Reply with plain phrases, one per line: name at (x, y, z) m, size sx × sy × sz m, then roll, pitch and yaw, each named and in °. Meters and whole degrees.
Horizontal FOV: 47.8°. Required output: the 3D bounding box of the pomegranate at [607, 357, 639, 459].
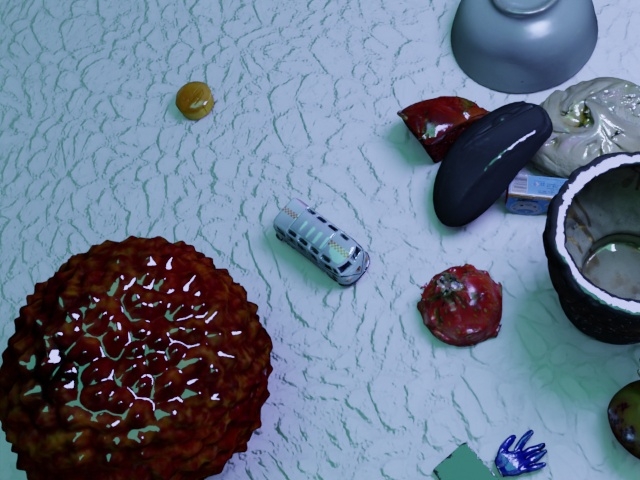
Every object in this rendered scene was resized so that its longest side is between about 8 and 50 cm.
pomegranate at (0.489, 0.257, 1.069) m, size 0.129 × 0.159 × 0.129 m, roll -24°, pitch 40°, yaw 22°

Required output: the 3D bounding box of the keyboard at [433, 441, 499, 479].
keyboard at (0.268, 0.416, 1.135) m, size 0.074 × 0.015 × 0.196 m, roll -39°, pitch 64°, yaw -8°

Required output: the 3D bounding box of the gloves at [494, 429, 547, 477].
gloves at (0.317, 0.339, 1.147) m, size 0.086 × 0.026 × 0.064 m, roll -22°, pitch 62°, yaw 5°

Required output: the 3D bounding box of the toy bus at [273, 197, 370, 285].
toy bus at (0.000, 0.000, 1.337) m, size 0.194 × 0.089 × 0.087 m, roll 38°, pitch 81°, yaw 24°

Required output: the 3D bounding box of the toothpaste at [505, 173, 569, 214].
toothpaste at (0.428, -0.074, 1.279) m, size 0.193 × 0.070 × 0.044 m, roll 7°, pitch 64°, yaw 10°

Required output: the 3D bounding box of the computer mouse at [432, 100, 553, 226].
computer mouse at (0.287, -0.148, 1.283) m, size 0.270 × 0.086 × 0.137 m, roll -51°, pitch 33°, yaw 7°

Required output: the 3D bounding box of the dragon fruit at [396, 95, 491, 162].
dragon fruit at (0.235, -0.239, 1.363) m, size 0.161 × 0.127 × 0.121 m, roll -32°, pitch 71°, yaw 2°

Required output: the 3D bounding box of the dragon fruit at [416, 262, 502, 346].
dragon fruit at (0.239, 0.102, 1.224) m, size 0.153 × 0.111 × 0.153 m, roll -5°, pitch 70°, yaw 14°

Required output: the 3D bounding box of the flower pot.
flower pot at (0.470, 0.036, 1.104) m, size 0.266 × 0.267 × 0.267 m, roll -5°, pitch 66°, yaw 11°

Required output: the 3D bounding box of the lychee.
lychee at (-0.277, 0.192, 1.167) m, size 0.424 × 0.425 × 0.500 m, roll 13°, pitch 32°, yaw 19°

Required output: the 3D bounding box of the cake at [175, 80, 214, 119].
cake at (-0.272, -0.303, 1.559) m, size 0.084 × 0.044 × 0.084 m, roll -4°, pitch 67°, yaw 10°

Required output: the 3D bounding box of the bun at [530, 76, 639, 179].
bun at (0.486, -0.202, 1.283) m, size 0.237 × 0.116 × 0.210 m, roll -34°, pitch 63°, yaw 1°

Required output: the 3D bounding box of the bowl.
bowl at (0.392, -0.445, 1.394) m, size 0.289 × 0.146 × 0.289 m, roll -5°, pitch 66°, yaw 12°
